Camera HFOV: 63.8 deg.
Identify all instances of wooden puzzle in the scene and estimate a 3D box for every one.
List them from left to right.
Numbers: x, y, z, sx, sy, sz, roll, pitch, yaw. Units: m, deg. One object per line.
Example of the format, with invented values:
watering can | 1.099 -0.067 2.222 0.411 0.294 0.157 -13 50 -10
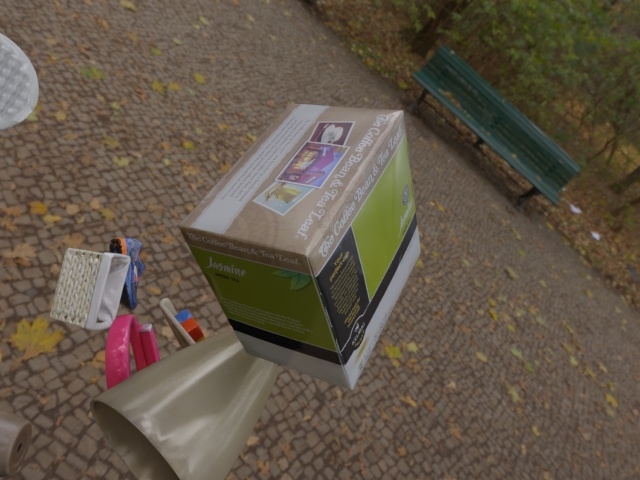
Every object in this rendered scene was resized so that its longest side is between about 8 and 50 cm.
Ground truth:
wooden puzzle | -0.332 0.355 1.495 0.080 0.322 0.347 -28 40 -20

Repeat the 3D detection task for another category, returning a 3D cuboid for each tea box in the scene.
tea box | 0.000 0.000 0.846 0.219 0.324 0.329 12 49 27

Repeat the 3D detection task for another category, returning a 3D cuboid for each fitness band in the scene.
fitness band | -0.383 0.295 1.079 0.054 0.291 0.209 -6 23 -4

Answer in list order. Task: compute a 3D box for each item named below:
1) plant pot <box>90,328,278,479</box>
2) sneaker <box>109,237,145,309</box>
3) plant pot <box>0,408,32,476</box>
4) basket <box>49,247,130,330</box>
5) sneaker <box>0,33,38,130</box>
plant pot | -0.208 0.289 0.917 0.256 0.256 0.274 46 51 5
sneaker | -0.538 0.095 1.468 0.083 0.222 0.087 17 21 37
plant pot | -0.957 0.562 1.439 0.229 0.263 0.263 11 38 -7
basket | -0.497 0.101 1.113 0.103 0.168 0.113 13 -5 0
sneaker | -0.430 -0.150 0.439 0.320 0.126 0.127 -6 11 -43
